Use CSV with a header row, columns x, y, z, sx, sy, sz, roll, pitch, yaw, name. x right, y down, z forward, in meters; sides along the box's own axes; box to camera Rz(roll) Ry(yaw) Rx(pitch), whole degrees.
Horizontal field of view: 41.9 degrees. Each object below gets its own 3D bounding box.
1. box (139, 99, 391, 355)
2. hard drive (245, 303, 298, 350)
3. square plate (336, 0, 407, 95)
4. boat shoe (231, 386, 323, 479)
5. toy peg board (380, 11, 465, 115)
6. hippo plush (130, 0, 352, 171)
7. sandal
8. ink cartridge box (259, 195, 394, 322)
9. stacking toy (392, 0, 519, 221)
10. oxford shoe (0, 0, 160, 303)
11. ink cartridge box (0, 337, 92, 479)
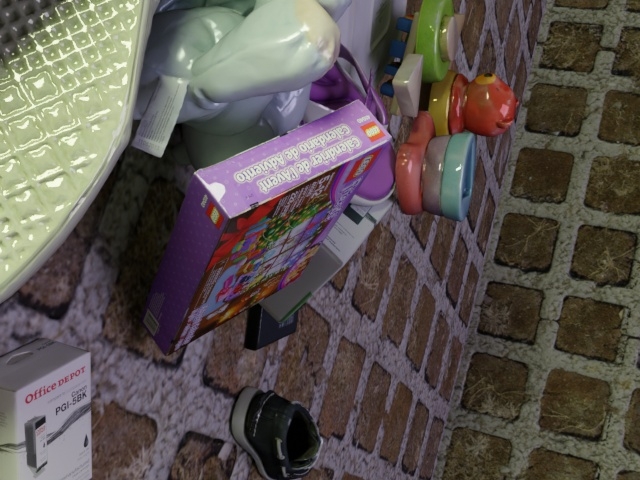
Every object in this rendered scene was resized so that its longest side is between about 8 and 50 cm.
x,y,z,sx,sy,sz,roll,pitch,yaw,name
-0.066,-0.005,0.861,0.201,0.057,0.293,-30,164,-34,box
-0.067,0.103,1.238,0.135,0.022,0.094,-13,113,-67,hard drive
0.071,-0.343,1.234,0.347,0.049,0.344,-57,158,-45,square plate
-0.047,0.316,1.294,0.302,0.091,0.114,57,48,-60,boat shoe
0.147,-0.295,1.354,0.161,0.079,0.161,-21,130,-54,toy peg board
-0.070,-0.147,0.828,0.236,0.234,0.294,61,43,-57,hippo plush
0.012,-0.189,1.042,0.416,0.102,0.169,49,49,-39,sandal
0.000,0.000,1.180,0.153,0.087,0.208,-46,-179,35,ink cartridge box
0.208,-0.197,1.229,0.279,0.130,0.309,78,27,-47,stacking toy
-0.207,-0.146,0.623,0.130,0.169,0.449,154,-46,-71,oxford shoe
-0.256,0.169,0.747,0.099,0.056,0.135,-31,128,-61,ink cartridge box
